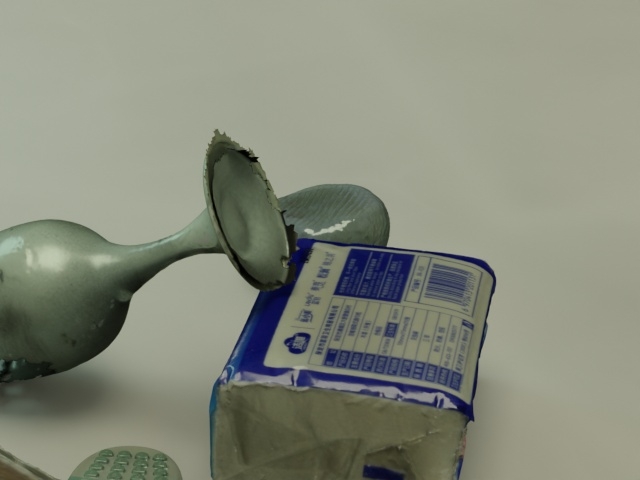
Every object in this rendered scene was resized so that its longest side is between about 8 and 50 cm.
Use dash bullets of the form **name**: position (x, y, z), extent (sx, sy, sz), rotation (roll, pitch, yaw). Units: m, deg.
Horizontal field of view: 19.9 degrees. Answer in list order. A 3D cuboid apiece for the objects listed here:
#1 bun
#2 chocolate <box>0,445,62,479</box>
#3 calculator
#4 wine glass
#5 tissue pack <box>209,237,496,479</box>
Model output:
- **bun**: position (0.000, 0.000, 1.778), extent (0.141, 0.083, 0.141), rotation (-5, 21, 2)
- **chocolate**: position (-0.229, 0.231, 1.321), extent (0.254, 0.080, 0.157), rotation (23, 21, 31)
- **calculator**: position (-0.157, 0.206, 1.435), extent (0.095, 0.021, 0.153), rotation (4, 27, 2)
- **wine glass**: position (-0.185, 0.026, 1.530), extent (0.321, 0.143, 0.143), rotation (-22, 20, 22)
- **tissue pack**: position (0.033, 0.112, 1.518), extent (0.209, 0.137, 0.269), rotation (4, 25, 7)
